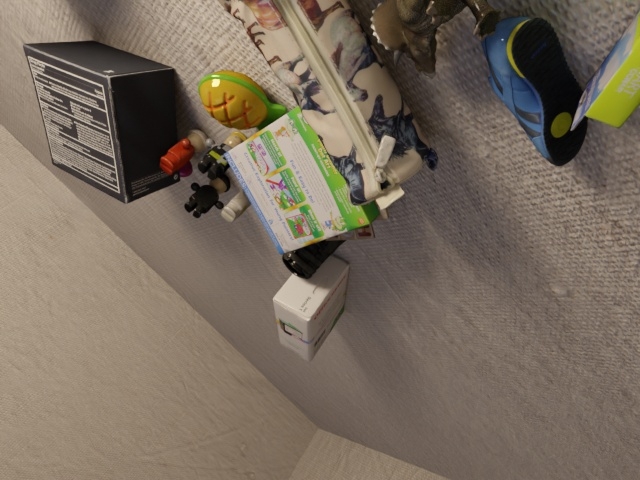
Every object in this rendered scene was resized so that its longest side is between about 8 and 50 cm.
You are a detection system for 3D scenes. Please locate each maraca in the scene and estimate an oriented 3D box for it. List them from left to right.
[{"bbox_3d":[-0.149,-0.265,0.814,0.185,0.099,0.127,21,160,-24],"label":"maraca"}]

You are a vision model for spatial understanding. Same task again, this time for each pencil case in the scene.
[{"bbox_3d":[0.011,-0.244,0.589,0.410,0.160,0.183,54,-173,-23],"label":"pencil case"}]

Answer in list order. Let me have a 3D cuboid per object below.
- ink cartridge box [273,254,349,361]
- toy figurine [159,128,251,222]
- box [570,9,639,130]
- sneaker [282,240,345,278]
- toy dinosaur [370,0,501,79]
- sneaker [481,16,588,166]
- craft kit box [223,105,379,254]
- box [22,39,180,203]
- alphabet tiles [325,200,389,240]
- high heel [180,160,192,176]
[{"bbox_3d":[-0.023,0.184,1.162,0.117,0.201,0.278,27,147,18],"label":"ink cartridge box"},{"bbox_3d":[-0.256,-0.163,1.020,0.209,0.148,0.213,8,136,32],"label":"toy figurine"},{"bbox_3d":[0.319,-0.195,0.395,0.042,0.109,0.178,28,148,13],"label":"box"},{"bbox_3d":[0.000,0.000,0.952,0.104,0.147,0.296,39,148,2],"label":"sneaker"},{"bbox_3d":[0.127,-0.311,0.428,0.314,0.121,0.160,98,150,-41],"label":"toy dinosaur"},{"bbox_3d":[0.268,-0.185,0.522,0.209,0.069,0.082,46,-178,-29],"label":"sneaker"},{"bbox_3d":[-0.044,-0.115,0.820,0.246,0.061,0.250,-17,106,41],"label":"craft kit box"},{"bbox_3d":[-0.509,-0.294,0.997,0.296,0.183,0.294,25,128,21],"label":"box"},{"bbox_3d":[0.028,-0.108,0.818,0.198,0.009,0.237,-3,114,35],"label":"alphabet tiles"},{"bbox_3d":[-0.449,-0.271,1.132,0.244,0.082,0.117,43,161,18],"label":"high heel"}]
